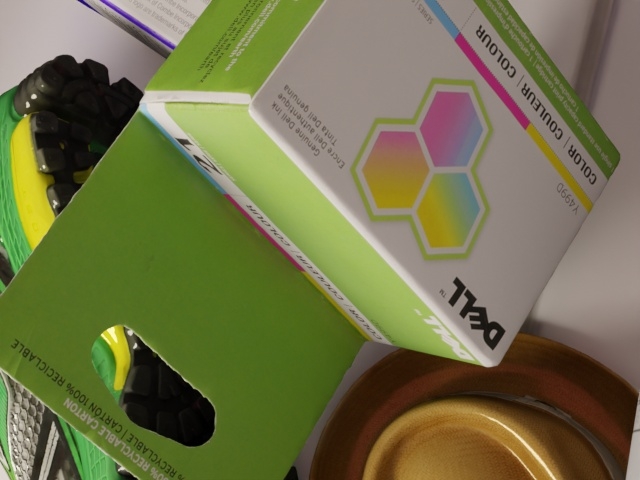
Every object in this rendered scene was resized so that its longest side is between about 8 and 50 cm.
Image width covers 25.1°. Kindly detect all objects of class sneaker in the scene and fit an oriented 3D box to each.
[{"bbox_3d":[-0.116,0.088,0.744,0.146,0.134,0.343,-25,75,33],"label":"sneaker"}]

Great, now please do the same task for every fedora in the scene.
[{"bbox_3d":[0.081,0.129,0.693,0.194,0.079,0.194,-3,78,13],"label":"fedora"}]

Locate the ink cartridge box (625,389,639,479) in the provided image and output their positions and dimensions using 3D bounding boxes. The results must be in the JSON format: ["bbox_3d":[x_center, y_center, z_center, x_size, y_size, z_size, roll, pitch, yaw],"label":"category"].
[{"bbox_3d":[0.320,0.113,0.579,0.385,0.091,0.308,11,80,-1],"label":"ink cartridge box"}]

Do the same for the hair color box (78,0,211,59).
[{"bbox_3d":[0.006,-0.243,0.779,0.185,0.110,0.339,35,90,19],"label":"hair color box"}]

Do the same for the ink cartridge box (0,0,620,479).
[{"bbox_3d":[0.000,0.000,0.647,0.097,0.189,0.255,7,57,51],"label":"ink cartridge box"}]
